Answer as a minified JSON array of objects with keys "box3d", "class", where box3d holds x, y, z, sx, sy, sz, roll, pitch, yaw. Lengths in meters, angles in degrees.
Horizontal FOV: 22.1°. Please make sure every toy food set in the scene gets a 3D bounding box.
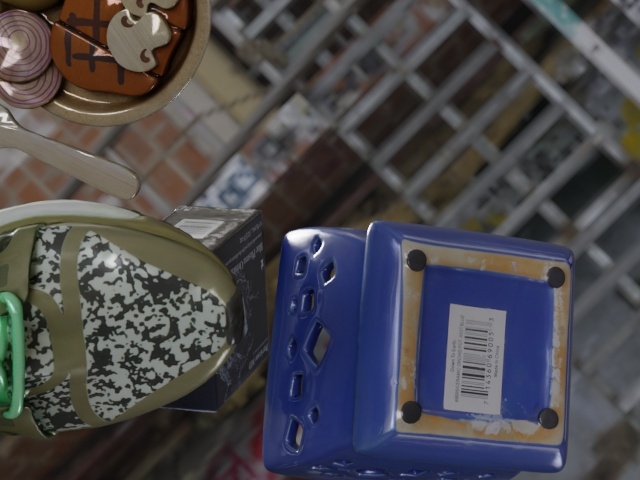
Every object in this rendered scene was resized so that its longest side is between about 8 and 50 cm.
[{"box3d":[-0.122,-0.120,0.842,0.132,0.192,0.038,22,-164,7],"class":"toy food set"}]

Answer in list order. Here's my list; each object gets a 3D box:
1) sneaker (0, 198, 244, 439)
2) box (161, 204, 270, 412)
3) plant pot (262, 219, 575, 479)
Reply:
[{"box3d":[-0.246,0.078,0.961,0.182,0.410,0.158,-113,19,-70],"class":"sneaker"},{"box3d":[-0.118,0.062,1.581,0.093,0.158,0.156,4,-162,17],"class":"box"},{"box3d":[0.098,0.103,1.478,0.236,0.236,0.212,9,169,-22],"class":"plant pot"}]
